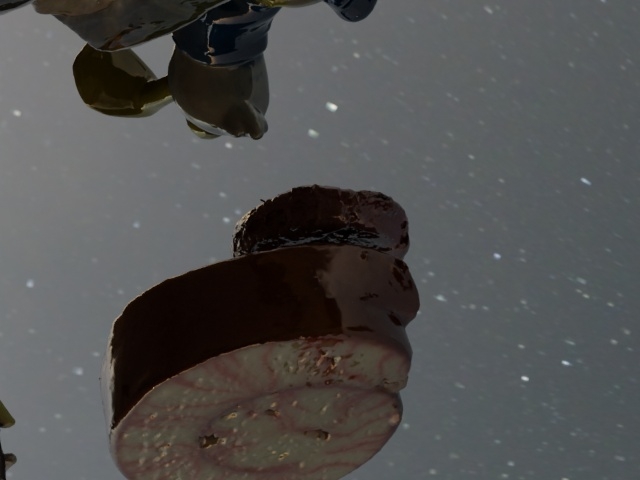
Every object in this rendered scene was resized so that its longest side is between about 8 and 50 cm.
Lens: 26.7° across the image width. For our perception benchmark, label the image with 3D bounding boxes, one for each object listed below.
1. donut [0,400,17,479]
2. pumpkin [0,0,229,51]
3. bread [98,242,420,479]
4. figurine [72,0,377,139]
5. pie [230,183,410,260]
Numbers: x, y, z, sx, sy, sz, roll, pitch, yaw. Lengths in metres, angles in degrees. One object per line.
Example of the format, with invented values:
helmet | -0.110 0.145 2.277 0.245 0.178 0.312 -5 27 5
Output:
donut | -0.241 0.072 0.584 0.103 0.269 0.270 -37 -121 14
pumpkin | -0.102 -0.195 0.603 0.139 0.280 0.190 -24 -90 9
bread | -0.064 0.140 1.301 0.328 0.295 0.114 104 -24 -51
figurine | -0.062 -0.232 1.176 0.338 0.204 0.284 -2 -78 50
pie | 0.000 0.000 1.316 0.182 0.182 0.050 -25 -123 29
